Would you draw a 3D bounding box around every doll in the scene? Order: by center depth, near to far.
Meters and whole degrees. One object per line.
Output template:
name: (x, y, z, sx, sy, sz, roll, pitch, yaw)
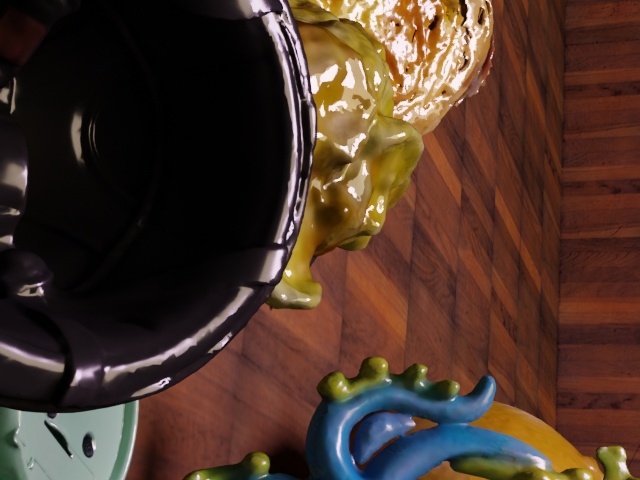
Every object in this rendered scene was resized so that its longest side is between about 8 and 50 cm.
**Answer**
doll: (0.032, 0.250, 0.810, 0.099, 0.341, 0.346, 113, -11, -74)

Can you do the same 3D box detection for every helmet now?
helmet: (-0.142, -0.047, 0.543, 0.278, 0.160, 0.231, -6, 98, -41)

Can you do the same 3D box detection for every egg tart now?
egg tart: (0.023, -0.214, 1.044, 0.297, 0.132, 0.297, -1, 91, -32)

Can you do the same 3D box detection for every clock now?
clock: (-0.153, 0.084, 0.653, 0.159, 0.066, 0.211, 68, 27, -47)

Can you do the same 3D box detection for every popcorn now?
popcorn: (-0.043, -0.057, 0.748, 0.235, 0.216, 0.181, -16, 124, -38)

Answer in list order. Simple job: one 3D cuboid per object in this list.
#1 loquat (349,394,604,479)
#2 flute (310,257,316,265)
loquat: (0.129, 0.293, 1.020, 0.328, 0.359, 0.329, 13, 90, -79)
flute: (0.000, 0.000, 1.182, 0.269, 0.014, 0.014, -56, 140, -60)
